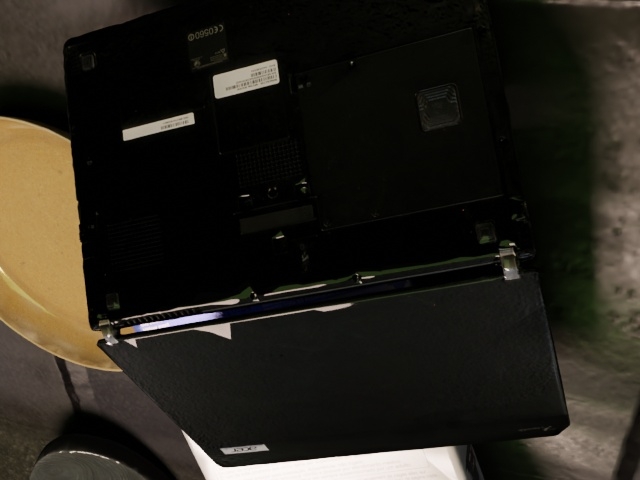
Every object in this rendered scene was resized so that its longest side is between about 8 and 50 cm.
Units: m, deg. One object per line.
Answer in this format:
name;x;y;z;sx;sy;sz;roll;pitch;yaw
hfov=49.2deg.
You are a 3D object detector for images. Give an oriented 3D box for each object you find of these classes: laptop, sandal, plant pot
laptop;0.000;0.000;0.401;0.234;0.136;0.264;-11;81;17
sandal;-0.223;0.398;0.772;0.168;0.107;0.445;3;121;3
plant pot;-0.203;0.005;0.551;0.236;0.032;0.236;12;127;16

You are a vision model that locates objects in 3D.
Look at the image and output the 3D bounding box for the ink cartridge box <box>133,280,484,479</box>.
ink cartridge box;0.002;0.132;0.492;0.186;0.065;0.311;-16;109;20
